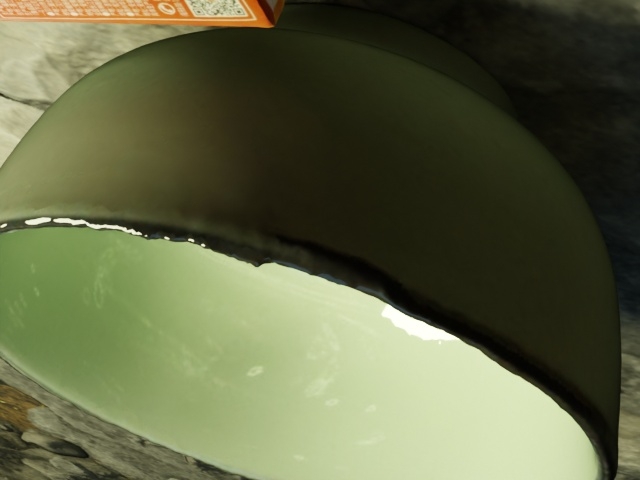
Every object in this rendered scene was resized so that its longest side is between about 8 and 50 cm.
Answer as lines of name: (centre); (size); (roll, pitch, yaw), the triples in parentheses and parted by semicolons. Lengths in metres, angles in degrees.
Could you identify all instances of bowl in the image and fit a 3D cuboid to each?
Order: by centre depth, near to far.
bowl: (0.000, 0.000, 0.779); (0.354, 0.185, 0.354); (15, 157, 6)

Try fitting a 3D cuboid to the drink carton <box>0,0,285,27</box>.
drink carton: (-0.115, -0.148, 0.637); (0.223, 0.096, 0.071); (6, 155, 26)
